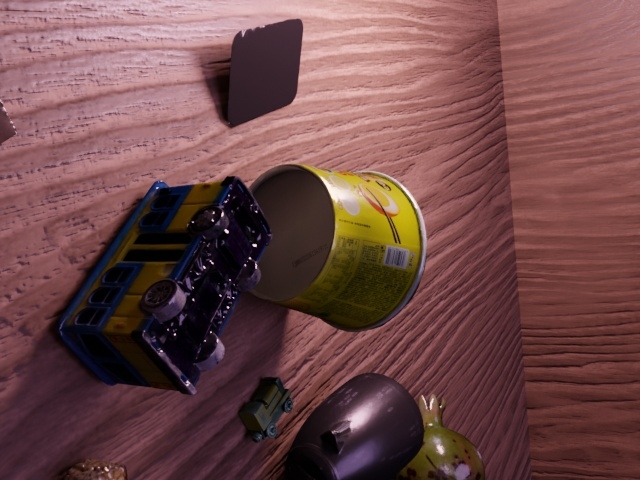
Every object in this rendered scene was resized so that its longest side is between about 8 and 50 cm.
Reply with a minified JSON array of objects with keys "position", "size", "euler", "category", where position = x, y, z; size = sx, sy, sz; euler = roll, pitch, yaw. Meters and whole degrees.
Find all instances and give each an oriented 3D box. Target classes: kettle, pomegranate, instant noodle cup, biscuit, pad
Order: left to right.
[{"position":[-0.289,0.368,0.912],"size":[0.082,0.070,0.168],"euler":[3,85,-64],"category":"biscuit"},{"position":[-0.110,-0.383,1.258],"size":[0.250,0.055,0.323],"euler":[-37,121,-55],"category":"pad"},{"position":[0.000,0.000,1.240],"size":[0.221,0.311,0.311],"euler":[15,76,-50],"category":"instant noodle cup"},{"position":[0.041,0.434,1.397],"size":[0.290,0.207,0.268],"euler":[-24,138,-52],"category":"kettle"},{"position":[0.289,0.543,1.806],"size":[0.242,0.242,0.306],"euler":[14,57,-60],"category":"pomegranate"}]

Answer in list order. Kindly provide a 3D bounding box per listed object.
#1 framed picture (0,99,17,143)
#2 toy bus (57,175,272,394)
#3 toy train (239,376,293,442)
[{"position":[-0.414,-0.132,0.747],"size":[0.168,0.023,0.128],"euler":[-54,135,-47],"category":"framed picture"},{"position":[-0.198,0.052,0.971],"size":[0.138,0.175,0.287],"euler":[62,39,-39],"category":"toy bus"},{"position":[-0.096,0.303,1.282],"size":[0.122,0.050,0.081],"euler":[-54,127,-45],"category":"toy train"}]
